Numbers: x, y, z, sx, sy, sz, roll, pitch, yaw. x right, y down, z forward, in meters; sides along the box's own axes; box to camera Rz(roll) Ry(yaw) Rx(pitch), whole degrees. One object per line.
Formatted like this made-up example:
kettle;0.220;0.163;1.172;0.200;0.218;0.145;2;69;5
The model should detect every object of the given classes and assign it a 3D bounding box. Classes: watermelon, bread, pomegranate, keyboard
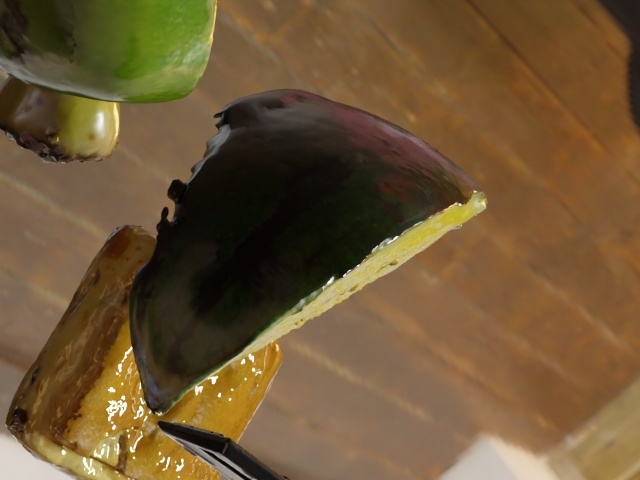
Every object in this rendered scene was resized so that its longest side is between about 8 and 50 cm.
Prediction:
watermelon;0.000;0.000;0.887;0.301;0.123;0.129;-29;142;-64
bread;-0.133;0.117;1.511;0.210;0.099;0.235;-59;143;-6
pomegranate;-0.086;-0.109;0.609;0.122;0.143;0.169;14;122;-47
keyboard;0.008;0.144;0.884;0.202;0.067;0.011;40;73;-30
